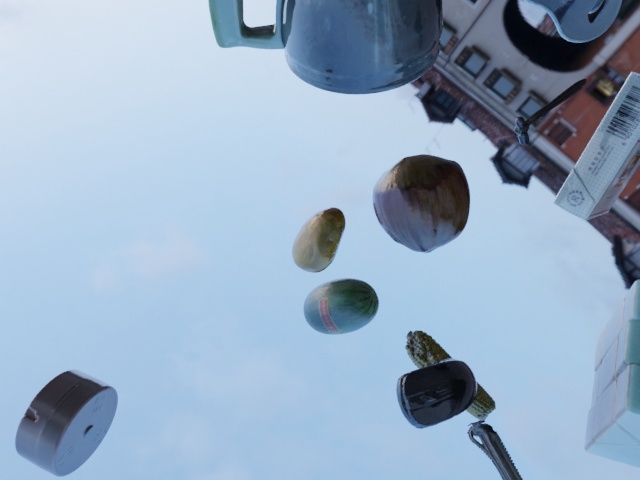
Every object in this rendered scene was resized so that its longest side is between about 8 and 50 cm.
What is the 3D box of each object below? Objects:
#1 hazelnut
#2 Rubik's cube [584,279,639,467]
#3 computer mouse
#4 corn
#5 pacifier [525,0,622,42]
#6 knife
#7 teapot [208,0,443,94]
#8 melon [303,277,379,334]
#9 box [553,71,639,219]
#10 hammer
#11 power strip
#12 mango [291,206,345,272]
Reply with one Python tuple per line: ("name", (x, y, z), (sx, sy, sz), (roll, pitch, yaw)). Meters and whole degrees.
("hazelnut", (0.210, -0.080, 1.186), (0.186, 0.210, 0.210), (45, -165, -56))
("Rubik's cube", (0.787, 0.319, 1.200), (0.322, 0.318, 0.315), (13, -121, 17))
("computer mouse", (0.311, 0.372, 1.394), (0.270, 0.086, 0.137), (-9, -105, -37))
("corn", (0.361, 0.378, 1.587), (0.097, 0.096, 0.320), (-8, -138, -46))
("pacifier", (0.531, -0.540, 1.101), (0.279, 0.227, 0.207), (32, -176, -19))
("knife", (0.601, 0.752, 1.797), (0.043, 0.089, 0.365), (30, -154, -56))
("teapot", (0.019, -0.377, 0.793), (0.322, 0.239, 0.239), (22, -123, 23))
("melon", (0.056, 0.215, 1.806), (0.182, 0.288, 0.182), (19, -117, -44))
("box", (0.701, -0.214, 1.311), (0.095, 0.330, 0.210), (37, -151, 30))
("hammer", (0.444, -0.256, 1.074), (0.021, 0.178, 0.065), (43, 167, 45))
("power strip", (-0.397, 0.288, 0.886), (0.078, 0.154, 0.154), (21, -148, 12))
("mango", (0.000, 0.000, 1.575), (0.110, 0.227, 0.147), (10, -135, -35))
